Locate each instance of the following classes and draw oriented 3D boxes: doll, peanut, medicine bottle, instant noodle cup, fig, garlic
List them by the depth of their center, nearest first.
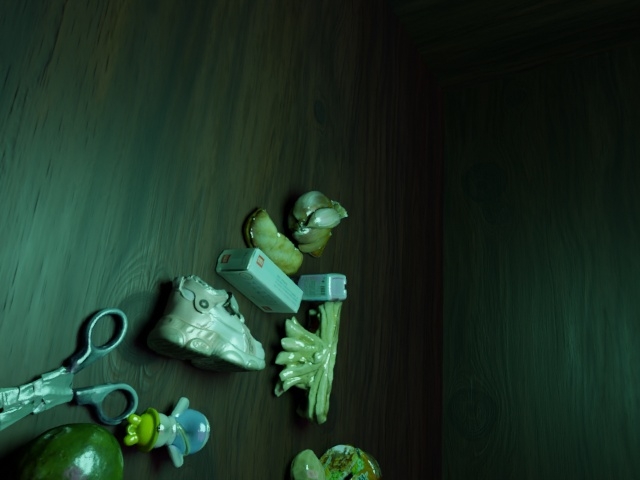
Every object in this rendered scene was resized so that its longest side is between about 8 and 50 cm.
[{"bbox_3d":[-0.461,0.423,0.848,0.245,0.195,0.196,-110,-170,-83],"label":"fig"},{"bbox_3d":[-0.351,0.447,1.070,0.241,0.098,0.135,34,81,-49],"label":"doll"},{"bbox_3d":[-0.045,0.841,1.462,0.149,0.149,0.314,22,67,-55],"label":"peanut"},{"bbox_3d":[-0.017,0.161,1.549,0.119,0.187,0.095,9,78,-57],"label":"medicine bottle"},{"bbox_3d":[-0.037,-0.067,1.590,0.191,0.214,0.160,-14,68,-34],"label":"garlic"},{"bbox_3d":[0.116,0.858,1.647,0.182,0.230,0.231,40,52,-59],"label":"instant noodle cup"}]

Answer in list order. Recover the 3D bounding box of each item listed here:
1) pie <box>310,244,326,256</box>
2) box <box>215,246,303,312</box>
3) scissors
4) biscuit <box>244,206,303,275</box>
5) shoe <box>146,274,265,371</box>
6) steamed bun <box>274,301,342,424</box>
[{"bbox_3d":[0.000,0.003,1.747,0.191,0.033,0.088,-59,137,-44],"label":"pie"},{"bbox_3d":[-0.175,0.123,1.356,0.269,0.134,0.079,49,47,-42],"label":"box"},{"bbox_3d":[-0.527,0.297,0.875,0.383,0.029,0.256,-16,101,-58],"label":"scissors"},{"bbox_3d":[-0.152,0.026,1.491,0.299,0.045,0.154,53,43,-41],"label":"biscuit"},{"bbox_3d":[-0.260,0.224,1.175,0.351,0.171,0.198,42,49,-49],"label":"shoe"},{"bbox_3d":[-0.045,0.389,1.517,0.247,0.189,0.428,82,16,-74],"label":"steamed bun"}]
